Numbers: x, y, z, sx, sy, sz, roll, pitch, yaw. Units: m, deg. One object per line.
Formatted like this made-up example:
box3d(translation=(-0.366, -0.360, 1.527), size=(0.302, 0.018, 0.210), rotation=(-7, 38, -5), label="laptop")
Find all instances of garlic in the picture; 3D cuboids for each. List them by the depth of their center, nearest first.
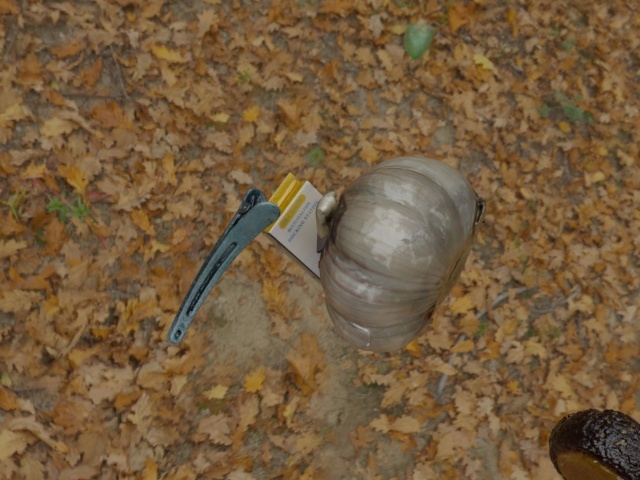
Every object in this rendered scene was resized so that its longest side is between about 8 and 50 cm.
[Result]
box3d(translation=(0.118, 0.023, 0.932), size=(0.322, 0.241, 0.322), rotation=(-14, 111, -42), label="garlic")

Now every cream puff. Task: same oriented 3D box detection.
box3d(translation=(0.645, 0.484, 1.325), size=(0.239, 0.239, 0.165), rotation=(47, 60, 6), label="cream puff")

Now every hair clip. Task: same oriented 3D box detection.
box3d(translation=(-0.160, 0.045, 0.928), size=(0.048, 0.083, 0.275), rotation=(30, 97, -35), label="hair clip")

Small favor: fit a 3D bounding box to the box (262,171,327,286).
box3d(translation=(0.000, 0.000, 1.089), size=(0.247, 0.033, 0.129), rotation=(42, 70, -25), label="box")
